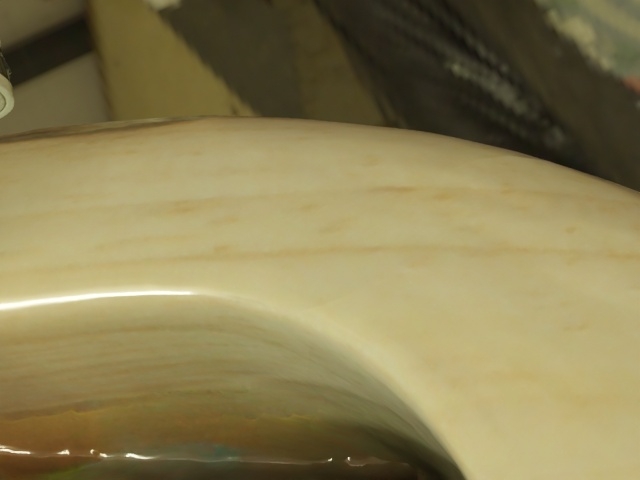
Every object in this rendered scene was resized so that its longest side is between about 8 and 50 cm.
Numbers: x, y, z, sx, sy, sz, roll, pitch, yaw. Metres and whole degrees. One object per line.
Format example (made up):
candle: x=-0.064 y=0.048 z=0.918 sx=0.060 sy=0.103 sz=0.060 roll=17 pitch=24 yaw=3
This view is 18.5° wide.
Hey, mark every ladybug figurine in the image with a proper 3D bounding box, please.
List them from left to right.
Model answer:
ladybug figurine: x=-0.048 y=0.129 z=0.459 sx=0.162 sy=0.449 sz=0.305 roll=54 pitch=-144 yaw=-60

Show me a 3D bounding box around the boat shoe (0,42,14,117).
boat shoe: x=-0.314 y=-0.174 z=1.478 sx=0.233 sy=0.084 sz=0.079 roll=45 pitch=-146 yaw=-51
